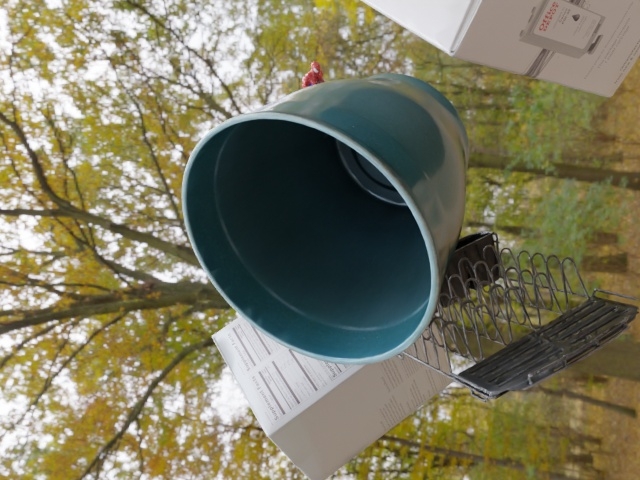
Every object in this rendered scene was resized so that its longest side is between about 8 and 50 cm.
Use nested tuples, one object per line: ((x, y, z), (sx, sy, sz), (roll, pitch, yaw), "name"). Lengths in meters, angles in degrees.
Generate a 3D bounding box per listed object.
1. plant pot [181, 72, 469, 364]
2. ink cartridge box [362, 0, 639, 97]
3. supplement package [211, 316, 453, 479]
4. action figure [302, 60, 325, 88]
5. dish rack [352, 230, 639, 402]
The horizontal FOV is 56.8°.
((0.038, -0.053, 0.641), (0.255, 0.271, 0.272), (-47, -44, -46), "plant pot")
((0.191, -0.263, 0.629), (0.283, 0.207, 0.117), (-1, -53, -37), "ink cartridge box")
((0.023, 0.177, 0.882), (0.262, 0.198, 0.199), (-35, -43, -8), "supplement package")
((-0.005, -0.189, 0.789), (0.038, 0.030, 0.115), (-36, -32, -22), "action figure")
((0.175, 0.070, 0.631), (0.208, 0.271, 0.074), (-26, -76, -16), "dish rack")
